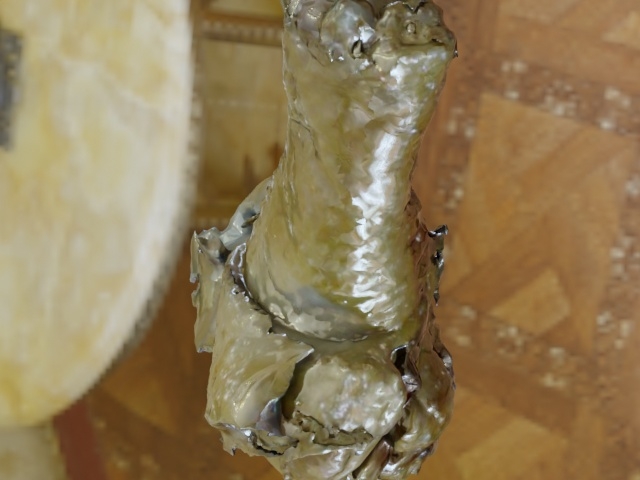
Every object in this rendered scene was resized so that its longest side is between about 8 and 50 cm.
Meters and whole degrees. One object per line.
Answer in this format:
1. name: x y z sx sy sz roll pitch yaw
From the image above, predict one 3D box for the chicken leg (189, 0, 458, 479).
1. chicken leg: 0.001 0.007 0.557 0.196 0.081 0.125 101 160 -61
